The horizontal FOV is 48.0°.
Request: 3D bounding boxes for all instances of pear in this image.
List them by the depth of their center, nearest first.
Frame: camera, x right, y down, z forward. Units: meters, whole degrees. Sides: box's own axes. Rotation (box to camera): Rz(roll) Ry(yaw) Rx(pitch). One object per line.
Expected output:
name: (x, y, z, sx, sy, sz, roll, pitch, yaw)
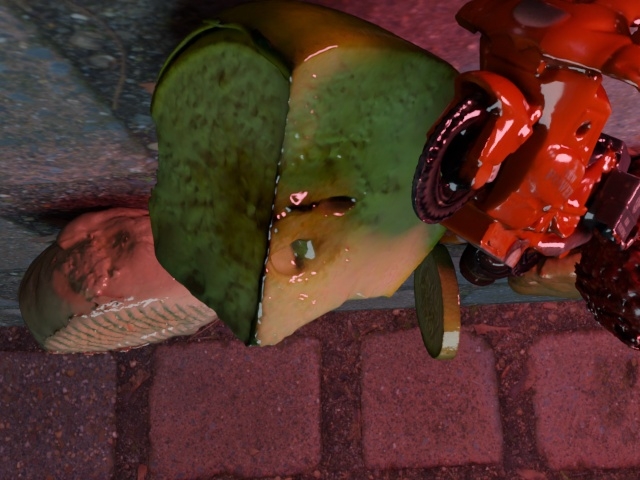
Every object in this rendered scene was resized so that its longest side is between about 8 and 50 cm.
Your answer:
pear: (0.006, -0.077, 0.632, 0.282, 0.286, 0.176, -18, -137, -36)

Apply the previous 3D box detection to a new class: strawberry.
strawberry: (0.459, 0.005, 0.993, 0.220, 0.274, 0.274, 36, 155, -17)

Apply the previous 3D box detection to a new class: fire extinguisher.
fire extinguisher: (0.354, 0.022, 1.425, 0.141, 0.105, 0.341, -18, 168, 1)

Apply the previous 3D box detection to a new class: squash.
squash: (0.251, 0.130, 1.556, 0.049, 0.252, 0.252, -4, 169, -4)

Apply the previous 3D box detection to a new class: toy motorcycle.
toy motorcycle: (0.180, -0.084, 0.567, 0.148, 0.221, 0.326, 34, -174, 32)

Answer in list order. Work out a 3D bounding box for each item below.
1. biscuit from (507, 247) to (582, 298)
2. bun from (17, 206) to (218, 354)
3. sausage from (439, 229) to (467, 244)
biscuit: (0.701, 0.087, 1.798, 0.446, 0.104, 0.429, 5, 167, -35)
bun: (-0.320, 0.057, 1.202, 0.360, 0.211, 0.359, -12, 164, -3)
sausage: (0.324, -0.040, 1.218, 0.053, 0.053, 0.348, 7, 165, -40)
